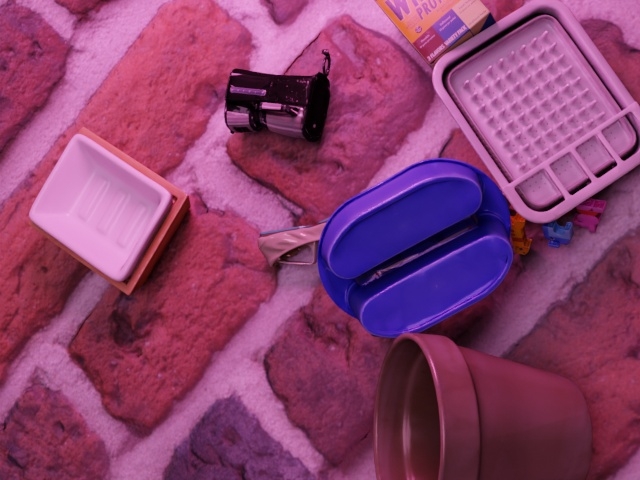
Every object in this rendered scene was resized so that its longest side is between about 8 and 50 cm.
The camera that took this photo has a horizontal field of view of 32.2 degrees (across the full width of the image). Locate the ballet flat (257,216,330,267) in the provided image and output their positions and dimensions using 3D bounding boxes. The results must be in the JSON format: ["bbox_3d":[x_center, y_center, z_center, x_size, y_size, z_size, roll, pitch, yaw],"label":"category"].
[{"bbox_3d":[0.000,0.000,2.057,0.248,0.086,0.086,-14,77,25],"label":"ballet flat"}]

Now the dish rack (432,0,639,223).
[{"bbox_3d":[0.372,-0.217,1.886,0.285,0.072,0.333,-33,85,-9],"label":"dish rack"}]

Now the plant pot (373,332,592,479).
[{"bbox_3d":[0.262,0.309,1.752,0.280,0.323,0.323,3,81,-14],"label":"plant pot"}]

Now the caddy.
[{"bbox_3d":[0.159,0.012,1.849,0.341,0.179,0.241,-28,101,5],"label":"caddy"}]

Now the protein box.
[{"bbox_3d":[0.210,-0.396,1.971,0.136,0.200,0.201,-40,69,10],"label":"protein box"}]

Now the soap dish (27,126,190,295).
[{"bbox_3d":[-0.415,-0.058,2.203,0.291,0.118,0.229,32,94,22],"label":"soap dish"}]

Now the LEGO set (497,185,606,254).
[{"bbox_3d":[0.373,-0.024,1.920,0.227,0.093,0.087,11,55,27],"label":"LEGO set"}]

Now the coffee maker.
[{"bbox_3d":[-0.080,-0.278,2.124,0.178,0.120,0.171,10,62,21],"label":"coffee maker"}]
